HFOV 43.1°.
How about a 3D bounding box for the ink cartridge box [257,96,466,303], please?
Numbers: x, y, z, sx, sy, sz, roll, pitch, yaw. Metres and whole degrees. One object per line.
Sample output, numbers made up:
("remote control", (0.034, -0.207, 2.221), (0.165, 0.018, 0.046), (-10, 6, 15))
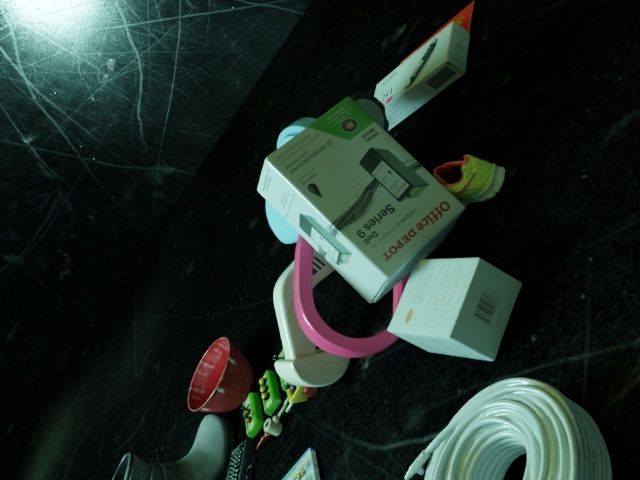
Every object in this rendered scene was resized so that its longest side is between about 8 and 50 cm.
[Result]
("ink cartridge box", (0.069, -0.071, 1.385), (0.211, 0.289, 0.121), (-41, -11, -25))

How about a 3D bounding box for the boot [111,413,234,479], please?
("boot", (-0.317, 0.489, 1.719), (0.118, 0.223, 0.338), (-43, 28, 39))

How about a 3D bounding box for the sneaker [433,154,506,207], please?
("sneaker", (0.226, -0.097, 1.429), (0.208, 0.094, 0.081), (-34, 36, 50))

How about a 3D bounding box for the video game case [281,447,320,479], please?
("video game case", (-0.037, 0.464, 1.426), (0.119, 0.015, 0.166), (-53, 24, 20))

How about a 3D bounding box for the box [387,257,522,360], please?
("box", (0.203, 0.103, 1.242), (0.170, 0.091, 0.130), (-4, 60, 64))

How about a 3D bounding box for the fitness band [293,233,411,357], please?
("fitness band", (0.058, 0.065, 1.412), (0.054, 0.209, 0.290), (116, 158, -57))

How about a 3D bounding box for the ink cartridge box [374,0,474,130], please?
("ink cartridge box", (0.229, -0.405, 1.838), (0.275, 0.060, 0.238), (-33, 36, 49))

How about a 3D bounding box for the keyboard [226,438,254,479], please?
("keyboard", (-0.172, 0.498, 1.664), (0.108, 0.023, 0.180), (-40, 31, 41))

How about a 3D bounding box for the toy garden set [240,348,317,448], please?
("toy garden set", (-0.094, 0.313, 1.681), (0.244, 0.049, 0.203), (-54, 23, 16))

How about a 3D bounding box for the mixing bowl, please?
("mixing bowl", (-0.219, 0.326, 1.868), (0.181, 0.098, 0.181), (-47, 25, 30))

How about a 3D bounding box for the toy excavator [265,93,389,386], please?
("toy excavator", (0.000, 0.000, 1.580), (0.445, 0.432, 0.222), (-40, 12, -27))

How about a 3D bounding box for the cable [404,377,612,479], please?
("cable", (0.227, 0.294, 0.970), (0.257, 0.089, 0.257), (-55, 24, 13))
